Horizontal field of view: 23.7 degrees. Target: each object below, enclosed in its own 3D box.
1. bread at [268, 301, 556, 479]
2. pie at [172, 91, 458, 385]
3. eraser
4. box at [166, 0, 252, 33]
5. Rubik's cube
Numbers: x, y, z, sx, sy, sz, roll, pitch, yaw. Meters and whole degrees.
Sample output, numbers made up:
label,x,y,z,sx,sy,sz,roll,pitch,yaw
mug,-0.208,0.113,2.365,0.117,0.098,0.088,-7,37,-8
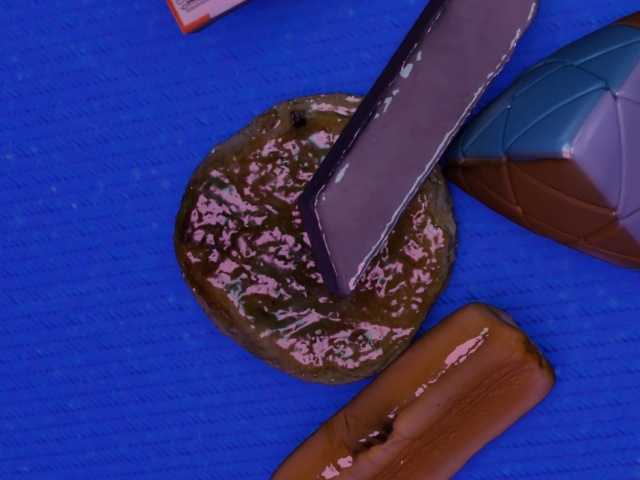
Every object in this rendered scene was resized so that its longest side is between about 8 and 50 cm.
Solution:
label,x,y,z,sx,sy,sz,roll,pitch,yaw
bread,0.080,0.177,1.431,0.305,0.142,0.091,-43,43,15
pie,0.000,0.000,1.440,0.277,0.078,0.277,2,101,13
eraser,0.083,-0.116,1.337,0.077,0.111,0.352,34,87,-7
box,-0.063,-0.352,1.281,0.265,0.048,0.273,-25,95,19
Rubik's cube,0.237,-0.108,1.291,0.254,0.254,0.254,2,100,14
